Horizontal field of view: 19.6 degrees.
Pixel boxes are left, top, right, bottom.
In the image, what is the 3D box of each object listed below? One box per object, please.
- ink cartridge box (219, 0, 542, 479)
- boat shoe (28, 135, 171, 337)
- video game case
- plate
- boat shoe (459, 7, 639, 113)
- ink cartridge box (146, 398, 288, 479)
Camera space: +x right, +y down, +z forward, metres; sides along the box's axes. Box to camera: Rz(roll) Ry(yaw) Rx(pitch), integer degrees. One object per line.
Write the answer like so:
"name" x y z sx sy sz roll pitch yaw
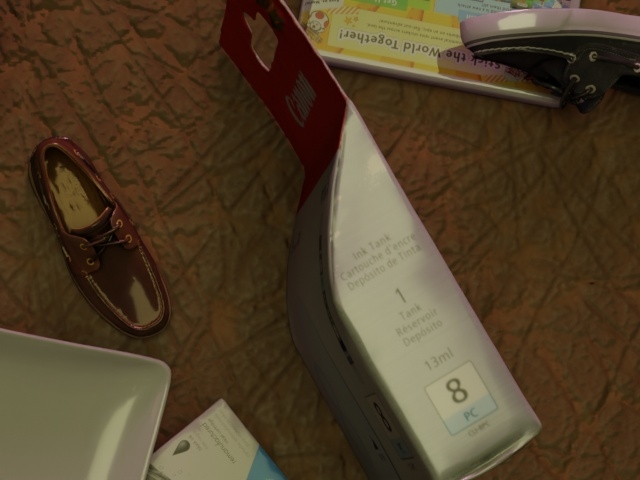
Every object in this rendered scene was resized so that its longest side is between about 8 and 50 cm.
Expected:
"ink cartridge box" 0.000 0.000 1.349 0.091 0.308 0.385 -31 86 -8
"boat shoe" -0.177 -0.002 1.459 0.064 0.060 0.178 -30 87 -7
"video game case" 0.105 -0.229 1.527 0.227 0.026 0.206 11 83 -4
"plate" -0.265 0.194 1.337 0.277 0.045 0.278 15 87 -31
"boat shoe" 0.216 -0.138 1.482 0.228 0.080 0.076 2 84 -28
"ink cartridge box" -0.114 0.219 1.439 0.180 0.060 0.104 -39 87 -7
